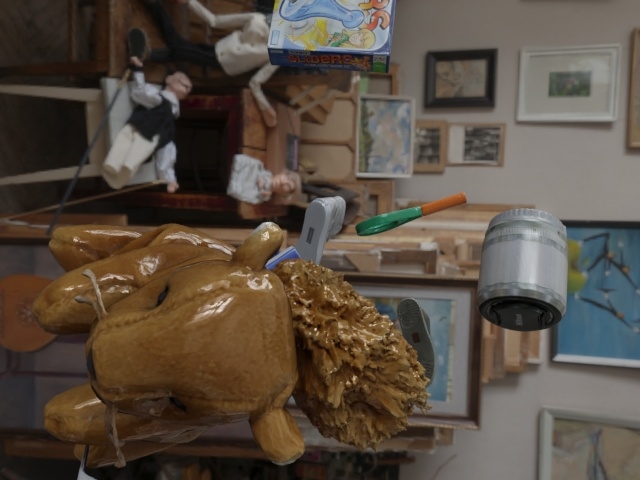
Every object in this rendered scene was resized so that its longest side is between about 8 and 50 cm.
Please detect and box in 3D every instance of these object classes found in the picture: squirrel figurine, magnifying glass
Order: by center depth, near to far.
[{"bbox_3d":[-0.077,0.092,0.653,0.370,0.397,0.280,155,-66,-64],"label":"squirrel figurine"},{"bbox_3d":[0.183,-0.053,1.306,0.092,0.231,0.026,37,38,-75],"label":"magnifying glass"}]

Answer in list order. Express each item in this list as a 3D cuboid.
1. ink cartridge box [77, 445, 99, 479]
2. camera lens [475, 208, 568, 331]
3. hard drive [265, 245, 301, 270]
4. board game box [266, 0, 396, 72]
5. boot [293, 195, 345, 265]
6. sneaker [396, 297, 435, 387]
[{"bbox_3d":[-0.219,0.365,0.564,0.370,0.069,0.175,-100,-154,-50],"label":"ink cartridge box"},{"bbox_3d":[0.526,0.083,1.670,0.219,0.220,0.274,65,33,-55],"label":"camera lens"},{"bbox_3d":[-0.140,0.186,1.392,0.210,0.319,0.040,60,-10,-17],"label":"hard drive"},{"bbox_3d":[0.021,-0.291,0.735,0.035,0.136,0.201,80,16,-71],"label":"board game box"},{"bbox_3d":[0.000,0.000,1.751,0.123,0.095,0.258,-15,133,-52],"label":"boot"},{"bbox_3d":[0.252,0.257,1.598,0.118,0.083,0.221,28,53,-65],"label":"sneaker"}]
